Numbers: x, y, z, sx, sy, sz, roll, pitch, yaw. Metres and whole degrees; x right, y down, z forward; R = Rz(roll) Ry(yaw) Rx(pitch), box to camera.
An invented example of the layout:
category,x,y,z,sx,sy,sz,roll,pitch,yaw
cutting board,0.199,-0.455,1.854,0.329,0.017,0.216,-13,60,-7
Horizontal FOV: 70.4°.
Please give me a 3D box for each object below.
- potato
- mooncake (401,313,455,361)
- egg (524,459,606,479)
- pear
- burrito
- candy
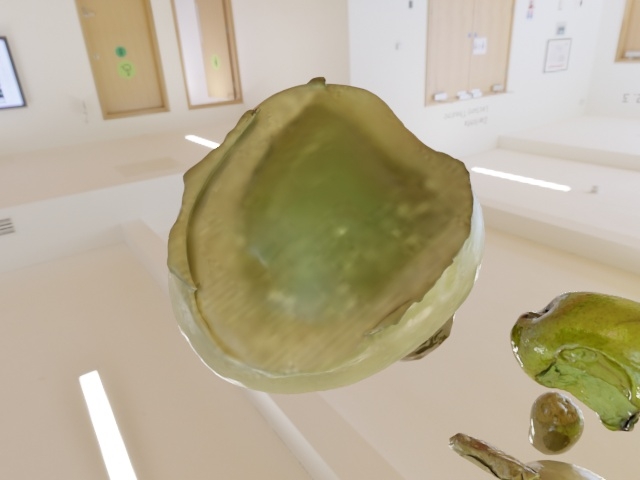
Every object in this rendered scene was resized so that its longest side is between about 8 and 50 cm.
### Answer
category,x,y,z,sx,sy,sz,roll,pitch,yaw
potato,0.696,0.560,1.366,0.157,0.193,0.157,13,-151,-7
mooncake,0.201,0.166,1.174,0.285,0.284,0.156,23,179,45
egg,0.613,0.710,1.194,0.337,0.201,0.337,-36,-162,14
pear,0.504,0.202,0.867,0.256,0.238,0.164,29,-133,30
burrito,0.308,0.400,0.833,0.058,0.044,0.188,16,177,-29
candy,0.000,0.000,0.611,0.386,0.186,0.427,39,-111,13
